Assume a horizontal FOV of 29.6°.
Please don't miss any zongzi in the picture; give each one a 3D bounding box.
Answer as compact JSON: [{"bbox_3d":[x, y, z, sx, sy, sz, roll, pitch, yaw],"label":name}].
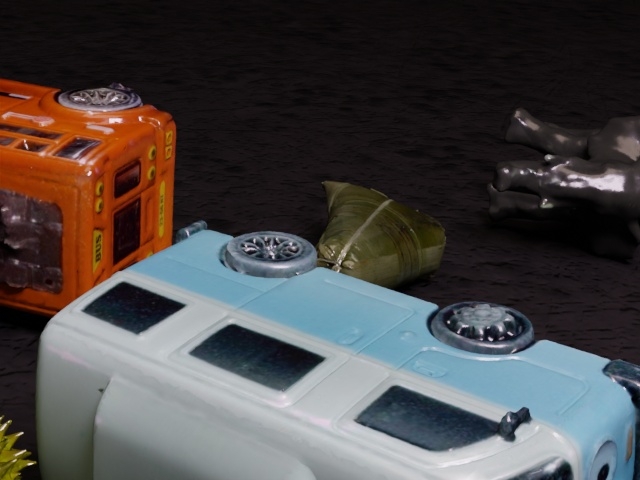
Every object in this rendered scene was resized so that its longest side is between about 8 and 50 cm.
[{"bbox_3d":[0.000,0.000,0.885,0.130,0.062,0.154,34,36,32],"label":"zongzi"}]

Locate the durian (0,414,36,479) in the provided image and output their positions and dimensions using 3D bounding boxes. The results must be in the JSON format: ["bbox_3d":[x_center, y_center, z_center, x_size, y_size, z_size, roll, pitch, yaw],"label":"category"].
[{"bbox_3d":[-0.174,0.130,0.548,0.100,0.086,0.215,-9,21,6],"label":"durian"}]

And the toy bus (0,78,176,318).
[{"bbox_3d":[-0.272,-0.043,0.855,0.329,0.143,0.153,13,24,17],"label":"toy bus"}]

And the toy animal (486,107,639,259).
[{"bbox_3d":[0.222,-0.061,1.006,0.146,0.115,0.245,16,26,28],"label":"toy animal"}]

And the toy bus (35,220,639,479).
[{"bbox_3d":[0.002,0.098,0.571,0.271,0.133,0.164,17,26,30],"label":"toy bus"}]
